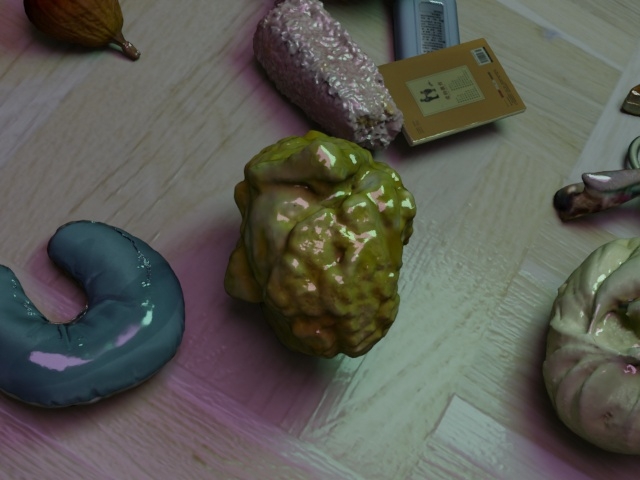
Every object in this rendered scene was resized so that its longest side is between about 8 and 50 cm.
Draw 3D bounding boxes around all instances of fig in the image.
[{"bbox_3d":[-0.281,-0.290,1.365,0.153,0.119,0.119,17,59,-6],"label":"fig"}]

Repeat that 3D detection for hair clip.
[{"bbox_3d":[0.443,-0.082,1.402,0.300,0.069,0.173,-11,55,0],"label":"hair clip"}]

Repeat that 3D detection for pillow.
[{"bbox_3d":[-0.258,0.072,1.186,0.233,0.086,0.214,-28,66,-28],"label":"pillow"}]

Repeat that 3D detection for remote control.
[{"bbox_3d":[0.143,-0.245,1.483,0.087,0.047,0.244,6,62,-14],"label":"remote control"}]

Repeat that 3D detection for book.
[{"bbox_3d":[0.162,-0.189,1.424,0.172,0.012,0.118,-18,68,-22],"label":"book"}]

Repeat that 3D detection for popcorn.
[{"bbox_3d":[0.000,0.000,1.195,0.195,0.255,0.256,-8,57,-19],"label":"popcorn"}]

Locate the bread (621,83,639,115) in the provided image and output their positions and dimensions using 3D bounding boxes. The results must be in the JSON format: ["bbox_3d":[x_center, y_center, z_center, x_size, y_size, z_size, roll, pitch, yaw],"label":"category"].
[{"bbox_3d":[0.465,-0.195,1.535,0.109,0.043,0.062,-34,72,-29],"label":"bread"}]

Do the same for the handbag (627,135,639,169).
[{"bbox_3d":[0.550,-0.056,1.475,0.315,0.109,0.241,16,57,11],"label":"handbag"}]

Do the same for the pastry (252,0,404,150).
[{"bbox_3d":[-0.005,-0.219,1.399,0.112,0.103,0.265,-17,64,-29],"label":"pastry"}]

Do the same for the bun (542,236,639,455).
[{"bbox_3d":[0.364,0.113,1.240,0.259,0.160,0.259,-5,66,10],"label":"bun"}]
